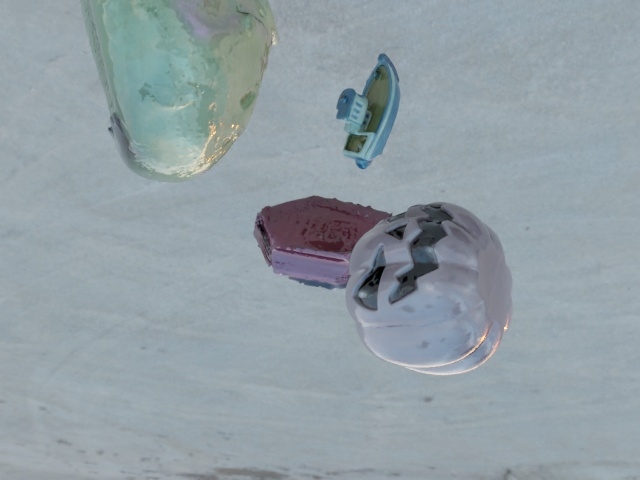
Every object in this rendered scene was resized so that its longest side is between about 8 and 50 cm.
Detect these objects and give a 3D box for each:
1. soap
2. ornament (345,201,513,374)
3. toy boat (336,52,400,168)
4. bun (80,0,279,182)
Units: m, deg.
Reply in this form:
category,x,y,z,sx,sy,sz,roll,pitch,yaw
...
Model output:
category,x,y,z,sx,sy,sz,roll,pitch,yaw
soap,0.000,0.000,1.119,0.288,0.182,0.112,11,134,0
ornament,0.107,0.051,0.556,0.177,0.178,0.178,5,150,3
toy boat,0.087,-0.251,1.015,0.102,0.215,0.088,20,-179,-36
bun,-0.141,-0.209,0.552,0.187,0.293,0.293,-14,158,-23
